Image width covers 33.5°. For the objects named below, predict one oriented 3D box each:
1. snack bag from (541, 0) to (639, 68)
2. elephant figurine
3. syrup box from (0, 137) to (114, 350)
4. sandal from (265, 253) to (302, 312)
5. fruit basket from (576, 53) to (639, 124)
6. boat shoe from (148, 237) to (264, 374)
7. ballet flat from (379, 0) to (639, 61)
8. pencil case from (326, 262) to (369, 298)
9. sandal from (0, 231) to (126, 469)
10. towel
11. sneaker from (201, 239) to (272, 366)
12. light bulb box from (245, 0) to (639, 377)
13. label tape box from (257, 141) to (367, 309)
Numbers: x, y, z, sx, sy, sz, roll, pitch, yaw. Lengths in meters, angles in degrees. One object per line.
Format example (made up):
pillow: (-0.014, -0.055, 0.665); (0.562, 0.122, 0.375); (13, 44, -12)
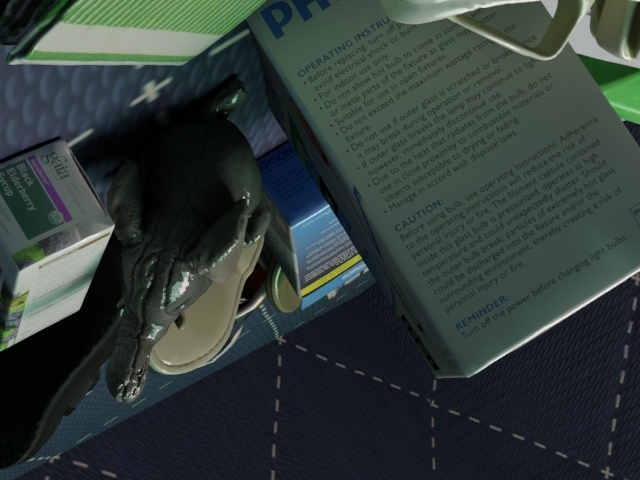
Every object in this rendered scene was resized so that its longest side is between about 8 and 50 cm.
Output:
snack bag: (0.304, -0.253, 0.993); (0.342, 0.323, 0.037); (104, 0, -68)
elephant figurine: (-0.131, -0.002, 0.995); (0.169, 0.186, 0.239); (-17, -154, 18)
syrup box: (-0.267, 0.011, 0.975); (0.096, 0.093, 0.237); (-29, 171, -27)
sandal: (0.000, -0.001, 1.664); (0.120, 0.086, 0.303); (-28, 149, -56)
fruit basket: (0.385, -0.234, 1.461); (0.327, 0.166, 0.353); (11, 174, -30)
boat shoe: (-0.174, 0.054, 1.318); (0.113, 0.127, 0.340); (-17, -149, 26)
ballet flat: (0.209, -0.201, 0.810); (0.400, 0.139, 0.139); (0, 156, -28)
pencil case: (0.135, -0.065, 1.871); (0.410, 0.160, 0.183); (-32, -163, -9)
sandal: (-0.312, 0.137, 1.258); (0.107, 0.168, 0.445); (-10, 156, -50)
towel: (-0.039, -0.225, 0.694); (0.325, 0.038, 0.248); (-39, 172, 23)
sneaker: (-0.173, 0.103, 1.791); (0.321, 0.126, 0.127); (-50, 171, 23)
light bulb box: (0.121, -0.077, 1.023); (0.225, 0.361, 0.358); (-31, 172, -3)
label tape box: (0.040, -0.056, 1.519); (0.249, 0.115, 0.348); (-33, 163, -11)
